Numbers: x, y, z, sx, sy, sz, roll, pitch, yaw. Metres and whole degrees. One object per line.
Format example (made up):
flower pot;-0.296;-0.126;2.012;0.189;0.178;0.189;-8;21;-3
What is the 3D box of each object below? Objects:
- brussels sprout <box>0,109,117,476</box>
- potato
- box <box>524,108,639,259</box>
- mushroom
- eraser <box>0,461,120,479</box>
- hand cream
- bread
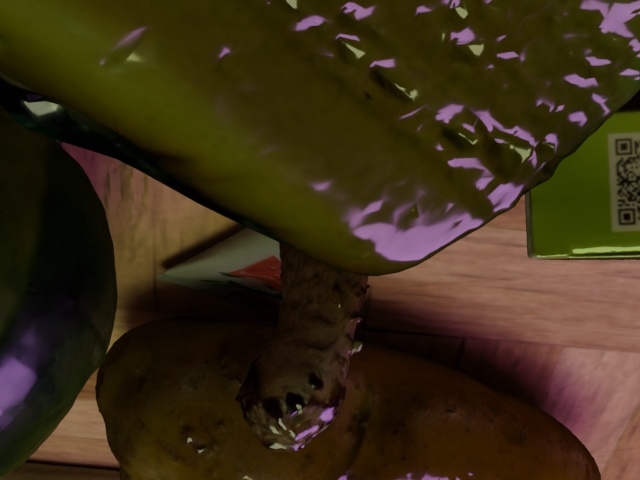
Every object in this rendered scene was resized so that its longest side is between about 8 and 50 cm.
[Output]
brussels sprout;-0.213;0.033;0.841;0.210;0.219;0.271;15;169;13
potato;0.028;0.149;1.046;0.369;0.176;0.195;16;118;-24
box;0.185;-0.023;0.729;0.175;0.062;0.260;-3;180;10
mushroom;0.014;-0.010;0.734;0.148;0.217;0.227;24;142;-28
eraser;-0.214;0.232;1.226;0.172;0.117;0.058;6;147;-3
hand cream;0.000;0.000;0.919;0.080;0.050;0.234;22;149;-33
bread;-0.030;-0.156;0.520;0.251;0.208;0.376;-43;131;18
